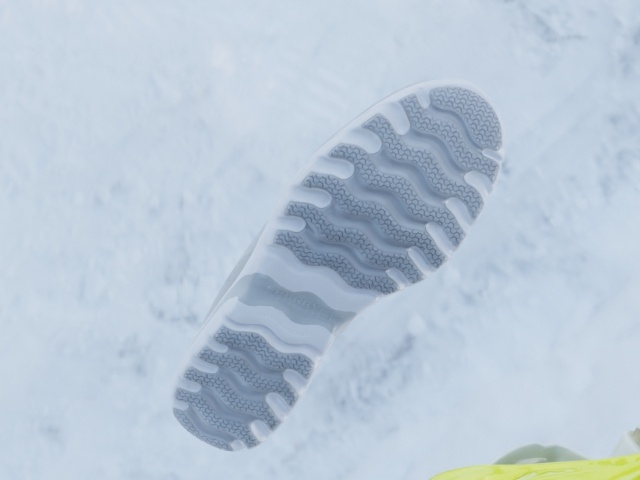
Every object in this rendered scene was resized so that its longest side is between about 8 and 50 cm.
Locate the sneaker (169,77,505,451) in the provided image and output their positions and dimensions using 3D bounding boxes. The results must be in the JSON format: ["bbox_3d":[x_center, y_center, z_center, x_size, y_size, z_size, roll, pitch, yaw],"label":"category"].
[{"bbox_3d":[0.000,0.000,0.840,0.105,0.115,0.281,39,108,-16],"label":"sneaker"}]

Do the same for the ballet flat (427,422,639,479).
[{"bbox_3d":[0.146,0.121,0.624,0.231,0.077,0.077,-1,119,-31],"label":"ballet flat"}]
